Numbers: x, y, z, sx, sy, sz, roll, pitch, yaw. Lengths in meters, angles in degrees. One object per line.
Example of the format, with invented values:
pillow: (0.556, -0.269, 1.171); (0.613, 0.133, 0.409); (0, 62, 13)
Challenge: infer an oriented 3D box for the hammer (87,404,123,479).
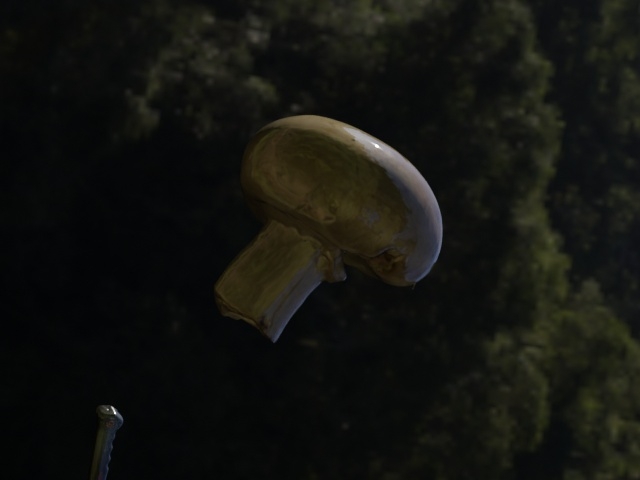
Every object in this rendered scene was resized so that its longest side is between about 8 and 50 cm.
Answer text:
hammer: (-0.314, 0.347, 2.332); (0.033, 0.111, 0.287); (-123, -139, -50)

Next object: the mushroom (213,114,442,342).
mushroom: (0.000, 0.000, 2.141); (0.290, 0.292, 0.292); (-61, -162, -7)
